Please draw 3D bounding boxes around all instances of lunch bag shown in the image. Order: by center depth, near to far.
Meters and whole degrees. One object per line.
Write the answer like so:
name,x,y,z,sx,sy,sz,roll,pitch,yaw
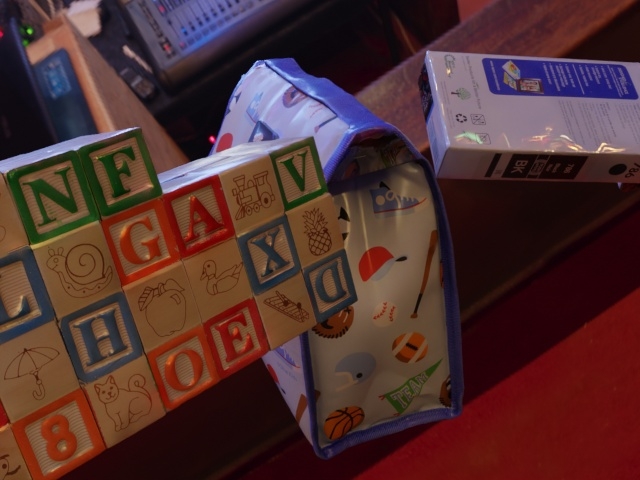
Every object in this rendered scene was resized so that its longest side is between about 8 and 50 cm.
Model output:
lunch bag,0.000,0.000,0.922,0.238,0.386,0.328,-15,30,-18

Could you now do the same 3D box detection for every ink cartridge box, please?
ink cartridge box,0.295,-0.152,0.958,0.332,0.065,0.166,1,55,-7

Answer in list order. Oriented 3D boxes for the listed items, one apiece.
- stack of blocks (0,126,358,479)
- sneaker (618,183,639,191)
stack of blocks,-0.127,0.018,0.494,0.297,0.171,0.087,-26,19,-36
sneaker,0.501,-0.195,1.192,0.107,0.283,0.124,-18,66,-12
